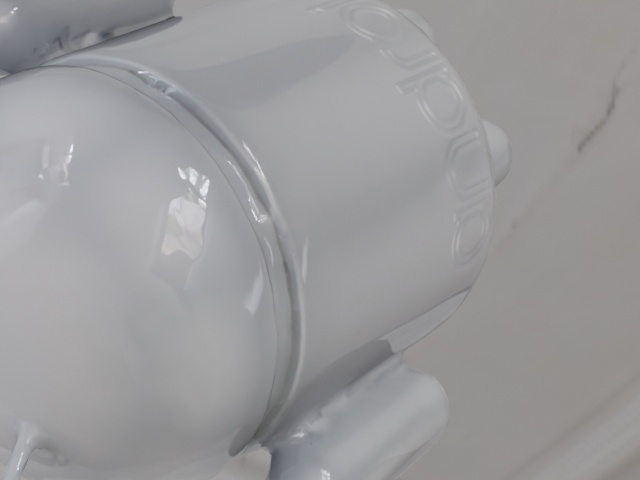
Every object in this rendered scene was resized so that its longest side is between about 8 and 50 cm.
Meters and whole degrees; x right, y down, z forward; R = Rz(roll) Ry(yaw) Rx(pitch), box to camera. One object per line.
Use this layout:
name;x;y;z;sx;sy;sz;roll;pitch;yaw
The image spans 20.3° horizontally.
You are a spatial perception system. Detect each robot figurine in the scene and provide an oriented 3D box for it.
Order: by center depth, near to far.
robot figurine;-0.054;-0.006;0.846;0.300;0.353;0.200;53;-48;7
